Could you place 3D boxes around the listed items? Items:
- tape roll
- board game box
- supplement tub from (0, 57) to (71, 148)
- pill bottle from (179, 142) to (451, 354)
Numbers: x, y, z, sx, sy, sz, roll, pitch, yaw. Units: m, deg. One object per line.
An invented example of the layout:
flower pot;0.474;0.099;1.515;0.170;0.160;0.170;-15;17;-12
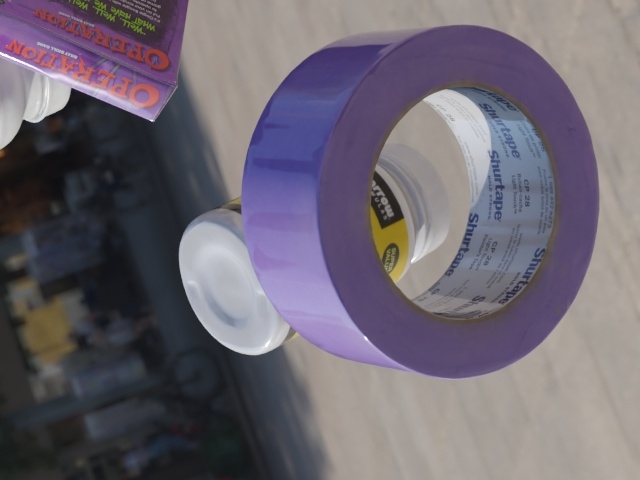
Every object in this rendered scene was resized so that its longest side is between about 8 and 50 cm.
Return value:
tape roll;0.057;-0.022;0.982;0.080;0.189;0.189;7;119;57
board game box;-0.259;-0.233;1.327;0.056;0.346;0.208;-53;22;36
supplement tub;-0.354;-0.131;1.410;0.191;0.272;0.191;44;148;37
pill bottle;0.000;0.000;1.437;0.119;0.208;0.119;26;129;37
